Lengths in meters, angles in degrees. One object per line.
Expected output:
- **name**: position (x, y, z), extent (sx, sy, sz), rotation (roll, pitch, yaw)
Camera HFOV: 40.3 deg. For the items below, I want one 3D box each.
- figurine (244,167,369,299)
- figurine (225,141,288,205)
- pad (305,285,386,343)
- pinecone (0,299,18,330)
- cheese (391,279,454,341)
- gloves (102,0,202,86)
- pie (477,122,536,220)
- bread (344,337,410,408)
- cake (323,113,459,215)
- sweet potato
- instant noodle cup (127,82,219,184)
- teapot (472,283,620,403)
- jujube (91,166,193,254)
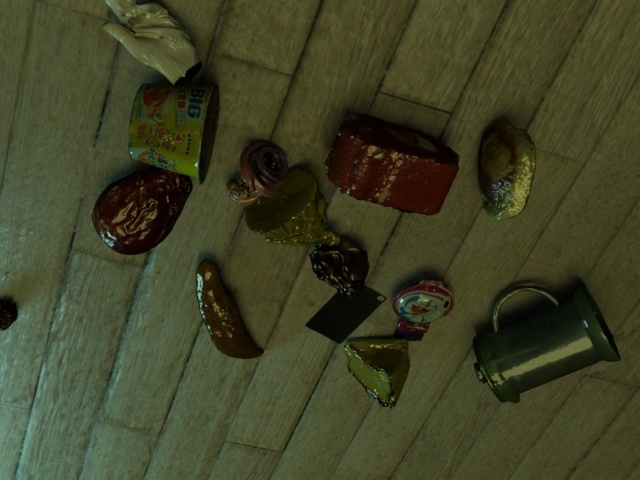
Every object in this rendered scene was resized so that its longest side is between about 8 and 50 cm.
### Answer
- **figurine**: position (0.000, -0.003, 1.973), extent (0.187, 0.168, 0.315), rotation (-38, 129, 10)
- **figurine**: position (-0.140, -0.126, 1.878), extent (0.114, 0.126, 0.157), rotation (46, 120, 19)
- **pad**: position (0.063, 0.179, 2.181), extent (0.116, 0.004, 0.193), rotation (31, 119, -23)
- **pinecone**: position (-0.768, 0.178, 2.089), extent (0.083, 0.077, 0.077), rotation (1, 127, 8)
- **cheese**: position (0.244, 0.178, 2.155), extent (0.155, 0.062, 0.244), rotation (8, 137, -9)
- **gloves**: position (-0.326, -0.394, 1.674), extent (0.119, 0.097, 0.229), rotation (-44, 107, -7)
- **pie**: position (0.389, -0.146, 1.854), extent (0.084, 0.179, 0.205), rotation (0, 120, -10)
- **bread**: position (0.142, 0.336, 2.201), extent (0.169, 0.160, 0.140), rotation (-1, 127, 5)
- **cake**: position (0.146, -0.166, 1.829), extent (0.283, 0.177, 0.151), rotation (10, 125, -17)
- **sweet potato**: position (-0.235, 0.193, 2.114), extent (0.106, 0.095, 0.354), rotation (-43, 132, -23)
- **instant noodle cup**: position (-0.293, -0.227, 1.757), extent (0.153, 0.205, 0.205), rotation (11, 126, 1)
- **teapot**: position (0.528, 0.241, 2.154), extent (0.337, 0.200, 0.270), rotation (-27, 98, 18)
- **jujube**: position (-0.379, -0.075, 1.885), extent (0.236, 0.168, 0.168), rotation (-41, 120, 6)
